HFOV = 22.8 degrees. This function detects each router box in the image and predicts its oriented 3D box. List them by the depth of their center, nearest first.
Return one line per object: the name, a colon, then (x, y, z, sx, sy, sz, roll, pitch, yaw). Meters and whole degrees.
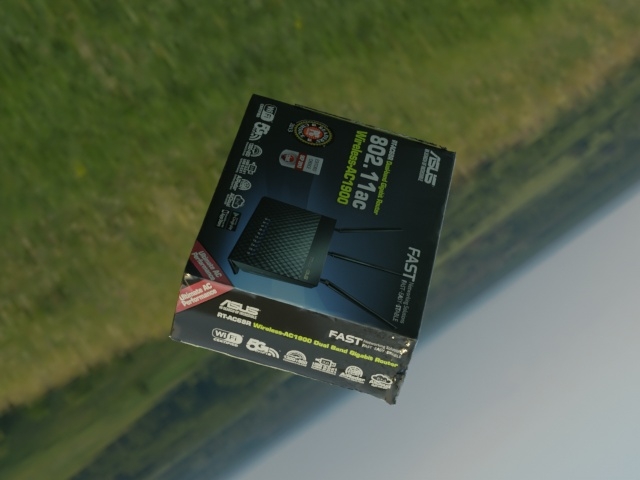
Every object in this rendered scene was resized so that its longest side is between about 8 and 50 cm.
router box: (0.000, 0.000, 0.637, 0.122, 0.092, 0.038, -74, -179, -48)
